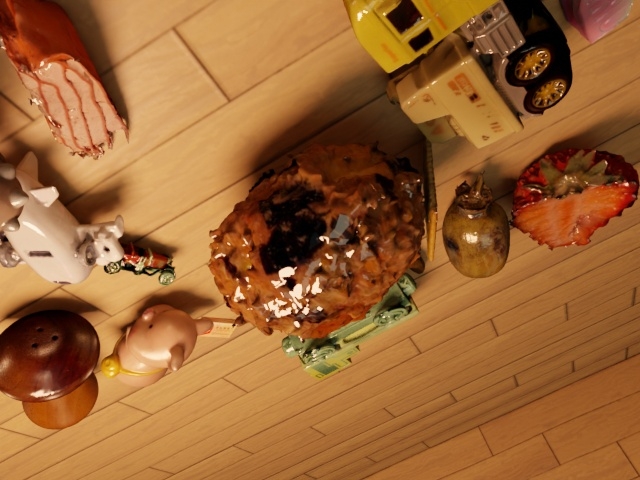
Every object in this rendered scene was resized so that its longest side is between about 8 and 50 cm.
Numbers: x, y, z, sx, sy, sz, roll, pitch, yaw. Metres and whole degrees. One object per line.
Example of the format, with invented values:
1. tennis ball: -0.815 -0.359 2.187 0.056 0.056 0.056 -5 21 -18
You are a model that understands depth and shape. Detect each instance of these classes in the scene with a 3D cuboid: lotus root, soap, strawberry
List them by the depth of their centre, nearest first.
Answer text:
1. soap: 0.449 -0.400 0.797 0.100 0.056 0.149 -35 137 19
2. lotus root: 0.342 -0.022 1.087 0.154 0.154 0.278 -20 136 -1
3. strawberry: 0.567 -0.108 1.101 0.253 0.150 0.280 -26 145 36

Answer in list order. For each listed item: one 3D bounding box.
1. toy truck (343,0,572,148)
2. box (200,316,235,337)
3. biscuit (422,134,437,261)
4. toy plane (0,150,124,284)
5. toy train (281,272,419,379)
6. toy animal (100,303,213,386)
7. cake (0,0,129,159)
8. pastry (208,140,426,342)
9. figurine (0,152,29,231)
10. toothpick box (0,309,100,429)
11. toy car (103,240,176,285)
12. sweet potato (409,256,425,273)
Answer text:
1. toy truck: 0.190 -0.294 0.718 0.254 0.181 0.405 -34 141 25
2. box: -0.256 0.213 1.199 0.093 0.015 0.058 10 129 -31
3. biscuit: 0.200 -0.091 0.905 0.016 0.231 0.139 -1 139 9
4. toy plane: -0.442 -0.020 0.801 0.244 0.117 0.245 1 140 1
5. toy train: 0.089 0.208 1.248 0.369 0.150 0.237 -29 147 10
6. toy animal: -0.372 0.236 1.073 0.248 0.165 0.149 -30 116 31
7. cake: -0.339 -0.198 0.655 0.098 0.135 0.287 -28 150 -14
8. pastry: -0.014 0.010 0.856 0.337 0.292 0.405 -24 158 -39
9. figurine: -0.561 -0.038 0.610 0.380 0.248 0.203 -34 167 4
10. toothpick box: -0.553 0.274 1.021 0.192 0.192 0.294 -3 142 -19
11. toy car: -0.344 0.039 0.933 0.143 0.073 0.054 18 108 -35
12. sweet potato: 0.182 0.005 1.109 0.108 0.079 0.346 -32 143 -6
